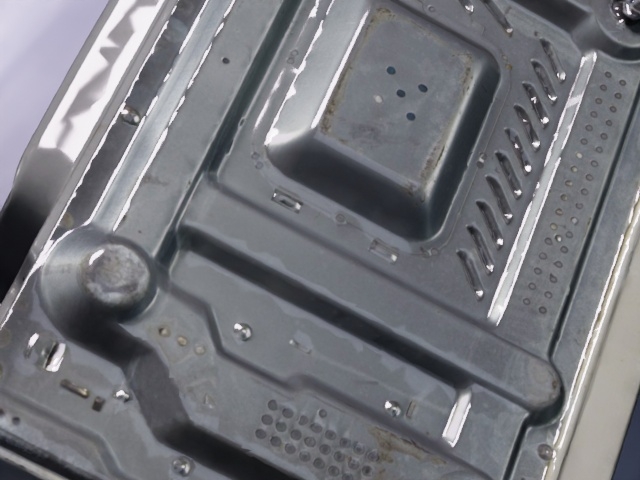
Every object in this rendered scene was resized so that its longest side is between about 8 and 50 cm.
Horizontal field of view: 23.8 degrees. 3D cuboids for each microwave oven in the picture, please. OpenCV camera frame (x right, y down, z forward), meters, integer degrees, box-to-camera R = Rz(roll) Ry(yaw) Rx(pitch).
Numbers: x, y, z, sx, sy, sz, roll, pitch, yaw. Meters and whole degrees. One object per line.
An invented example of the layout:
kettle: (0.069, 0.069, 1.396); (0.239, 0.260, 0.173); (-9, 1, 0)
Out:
microwave oven: (0.000, 0.000, 0.457); (0.194, 0.145, 0.240); (30, 62, -10)
